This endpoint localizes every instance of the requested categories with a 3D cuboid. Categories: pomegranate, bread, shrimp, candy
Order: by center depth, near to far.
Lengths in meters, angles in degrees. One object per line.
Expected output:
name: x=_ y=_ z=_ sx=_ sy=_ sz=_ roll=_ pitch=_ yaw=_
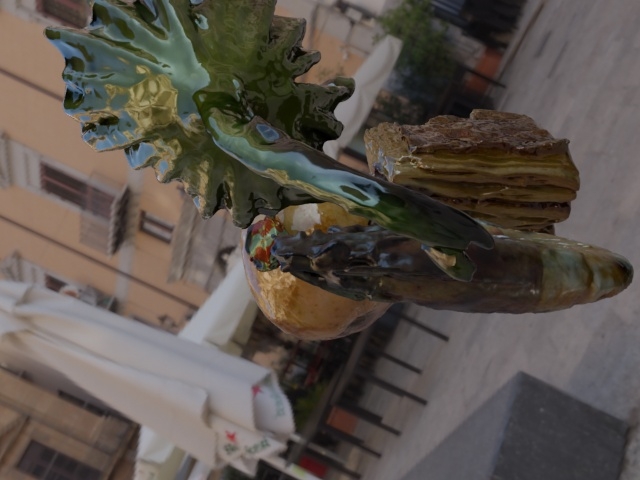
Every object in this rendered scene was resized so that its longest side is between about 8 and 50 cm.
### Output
shrimp: x=0.120 y=0.010 z=0.790 sx=0.233 sy=0.364 sz=0.071 roll=-138 pitch=53 yaw=-67
candy: x=-0.050 y=-0.052 z=0.871 sx=0.055 sy=0.049 sz=0.185 roll=122 pitch=155 yaw=-60
pomegranate: x=0.004 y=0.015 z=0.952 sx=0.207 sy=0.207 sz=0.207 roll=-155 pitch=90 yaw=-90
bread: x=0.219 y=-0.094 z=1.289 sx=0.370 sy=0.314 sz=0.192 roll=-100 pitch=10 yaw=-70

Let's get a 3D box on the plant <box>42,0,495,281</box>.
plant: x=-0.046 y=-0.105 z=0.504 sx=0.333 sy=0.251 sz=0.180 roll=-174 pitch=104 yaw=-74
